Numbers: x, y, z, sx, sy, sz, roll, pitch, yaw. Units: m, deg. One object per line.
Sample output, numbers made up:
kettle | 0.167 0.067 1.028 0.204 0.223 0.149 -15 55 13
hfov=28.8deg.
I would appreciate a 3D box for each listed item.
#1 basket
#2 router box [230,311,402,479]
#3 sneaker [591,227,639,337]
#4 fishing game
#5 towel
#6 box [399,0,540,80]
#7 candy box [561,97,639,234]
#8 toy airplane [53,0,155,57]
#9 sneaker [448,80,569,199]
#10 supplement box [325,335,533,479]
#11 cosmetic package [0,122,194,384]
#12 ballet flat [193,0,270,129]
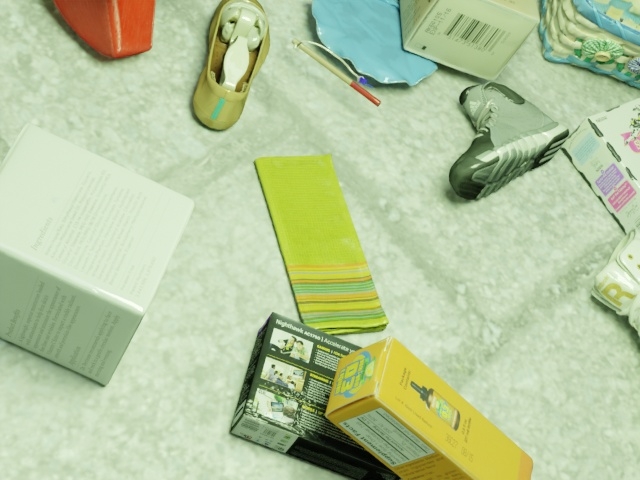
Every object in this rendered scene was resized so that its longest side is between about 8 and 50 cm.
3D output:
basket | 0.450 -0.348 1.698 0.255 0.289 0.201 14 53 -14
router box | 0.009 0.167 1.294 0.179 0.046 0.133 23 51 -10
sneaker | 0.393 0.106 1.485 0.169 0.108 0.292 27 41 -3
fishing game | 0.066 -0.267 1.628 0.189 0.041 0.264 37 42 2
towel | 0.000 0.000 1.422 0.102 0.021 0.237 -2 58 -27
box | 0.191 -0.380 1.690 0.148 0.121 0.311 15 48 -20
candy box | 0.445 -0.091 1.659 0.165 0.070 0.196 -22 69 -35
toy airplane | -0.306 -0.444 1.428 0.386 0.272 0.384 37 55 -41
sneaker | 0.206 -0.136 1.582 0.229 0.086 0.132 -22 64 -46
supplement box | 0.112 0.198 1.245 0.233 0.080 0.078 44 42 -25
cosmetic package | -0.247 0.015 1.212 0.184 0.151 0.151 26 50 -8
ballet flat | -0.097 -0.233 1.505 0.080 0.073 0.232 18 52 -13
